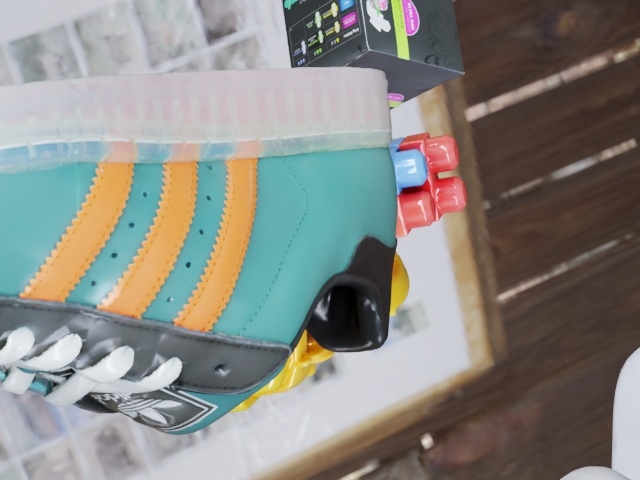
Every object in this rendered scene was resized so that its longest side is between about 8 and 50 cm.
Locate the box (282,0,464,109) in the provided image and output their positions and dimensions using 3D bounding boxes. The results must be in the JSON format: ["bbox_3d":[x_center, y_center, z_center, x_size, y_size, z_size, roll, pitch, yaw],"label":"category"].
[{"bbox_3d":[0.021,-0.108,0.588,0.052,0.062,0.083,-24,68,45],"label":"box"}]

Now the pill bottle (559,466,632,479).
[{"bbox_3d":[0.052,0.210,0.401,0.146,0.264,0.146,40,-178,-2],"label":"pill bottle"}]

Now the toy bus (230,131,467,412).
[{"bbox_3d":[0.000,0.000,0.931,0.149,0.211,0.220,-54,-43,-70],"label":"toy bus"}]

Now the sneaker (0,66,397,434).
[{"bbox_3d":[-0.074,0.013,0.428,0.108,0.302,0.121,-9,92,45],"label":"sneaker"}]

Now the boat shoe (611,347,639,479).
[{"bbox_3d":[0.244,0.220,0.910,0.108,0.301,0.102,-7,147,35],"label":"boat shoe"}]
